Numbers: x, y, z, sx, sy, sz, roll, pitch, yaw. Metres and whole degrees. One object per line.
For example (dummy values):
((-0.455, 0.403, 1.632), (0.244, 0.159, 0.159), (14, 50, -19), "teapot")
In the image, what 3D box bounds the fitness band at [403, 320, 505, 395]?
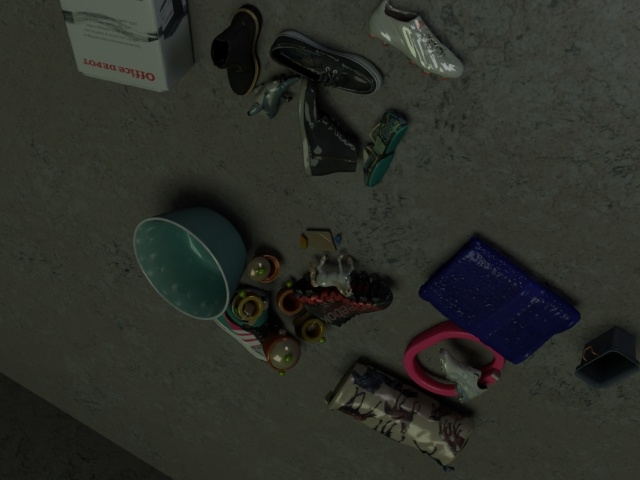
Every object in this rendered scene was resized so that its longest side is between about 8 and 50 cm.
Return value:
((0.347, 0.313, 1.749), (0.209, 0.054, 0.291), (39, 135, -10), "fitness band")

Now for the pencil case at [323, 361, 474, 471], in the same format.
((0.221, 0.499, 1.913), (0.411, 0.160, 0.183), (26, 123, 2), "pencil case")

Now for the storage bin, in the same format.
((0.646, 0.259, 1.512), (0.098, 0.091, 0.135), (33, 136, -4), "storage bin")

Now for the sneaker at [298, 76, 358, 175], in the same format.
((0.018, -0.242, 1.395), (0.118, 0.083, 0.221), (-2, 124, 5), "sneaker")

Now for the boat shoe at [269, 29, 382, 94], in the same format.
((0.006, -0.335, 1.297), (0.229, 0.076, 0.080), (28, 137, 1), "boat shoe")

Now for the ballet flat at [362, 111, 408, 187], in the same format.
((0.124, -0.193, 1.392), (0.070, 0.070, 0.188), (28, 135, 1), "ballet flat")

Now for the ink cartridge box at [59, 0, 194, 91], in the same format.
((-0.393, -0.478, 1.332), (0.223, 0.129, 0.307), (15, 135, 14), "ink cartridge box")

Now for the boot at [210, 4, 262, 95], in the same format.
((-0.181, -0.353, 1.334), (0.077, 0.137, 0.197), (19, 137, 11), "boot")

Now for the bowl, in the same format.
((-0.315, 0.035, 1.732), (0.312, 0.163, 0.311), (20, 132, 24), "bowl")

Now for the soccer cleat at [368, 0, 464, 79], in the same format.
((0.177, -0.359, 1.195), (0.196, 0.068, 0.076), (31, 134, 2), "soccer cleat")

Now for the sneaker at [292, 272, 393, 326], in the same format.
((0.067, 0.157, 1.717), (0.276, 0.097, 0.135), (0, 130, 30), "sneaker")

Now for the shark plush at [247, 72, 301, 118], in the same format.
((-0.089, -0.310, 1.394), (0.067, 0.073, 0.161), (25, 137, -26), "shark plush")

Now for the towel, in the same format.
((0.408, 0.138, 1.545), (0.308, 0.076, 0.227), (35, 130, -6), "towel")

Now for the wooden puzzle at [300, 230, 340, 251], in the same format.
((0.000, 0.000, 1.665), (0.117, 0.014, 0.078), (8, 138, 21), "wooden puzzle")

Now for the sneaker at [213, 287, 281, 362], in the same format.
((-0.167, 0.237, 1.904), (0.296, 0.123, 0.178), (35, 146, -4), "sneaker")

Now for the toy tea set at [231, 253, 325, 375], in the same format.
((-0.112, 0.196, 1.767), (0.336, 0.200, 0.124), (56, 169, -22), "toy tea set")

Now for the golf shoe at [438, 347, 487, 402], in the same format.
((0.360, 0.330, 1.692), (0.086, 0.069, 0.176), (-25, 117, 20), "golf shoe")

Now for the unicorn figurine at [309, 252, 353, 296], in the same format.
((0.039, 0.088, 1.652), (0.060, 0.111, 0.162), (20, 159, -39), "unicorn figurine")
